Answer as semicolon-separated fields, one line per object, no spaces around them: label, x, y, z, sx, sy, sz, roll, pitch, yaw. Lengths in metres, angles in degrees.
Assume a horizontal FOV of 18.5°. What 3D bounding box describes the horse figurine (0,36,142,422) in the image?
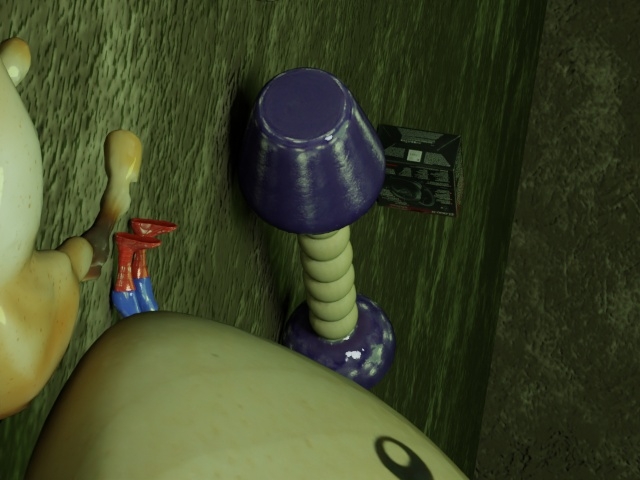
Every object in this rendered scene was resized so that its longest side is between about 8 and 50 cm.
horse figurine;-0.100;-0.030;0.528;0.174;0.066;0.263;-73;166;-46

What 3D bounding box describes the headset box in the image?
headset box;0.074;-0.049;1.461;0.083;0.062;0.032;75;26;-63

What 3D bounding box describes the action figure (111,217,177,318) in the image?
action figure;-0.076;0.050;0.838;0.038;0.030;0.115;-67;165;-70

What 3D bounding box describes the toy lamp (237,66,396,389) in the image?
toy lamp;0.000;0.000;1.073;0.275;0.080;0.080;83;18;-60

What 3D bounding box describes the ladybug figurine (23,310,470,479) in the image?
ladybug figurine;-0.016;0.247;0.581;0.305;0.162;0.449;-179;-88;-88
